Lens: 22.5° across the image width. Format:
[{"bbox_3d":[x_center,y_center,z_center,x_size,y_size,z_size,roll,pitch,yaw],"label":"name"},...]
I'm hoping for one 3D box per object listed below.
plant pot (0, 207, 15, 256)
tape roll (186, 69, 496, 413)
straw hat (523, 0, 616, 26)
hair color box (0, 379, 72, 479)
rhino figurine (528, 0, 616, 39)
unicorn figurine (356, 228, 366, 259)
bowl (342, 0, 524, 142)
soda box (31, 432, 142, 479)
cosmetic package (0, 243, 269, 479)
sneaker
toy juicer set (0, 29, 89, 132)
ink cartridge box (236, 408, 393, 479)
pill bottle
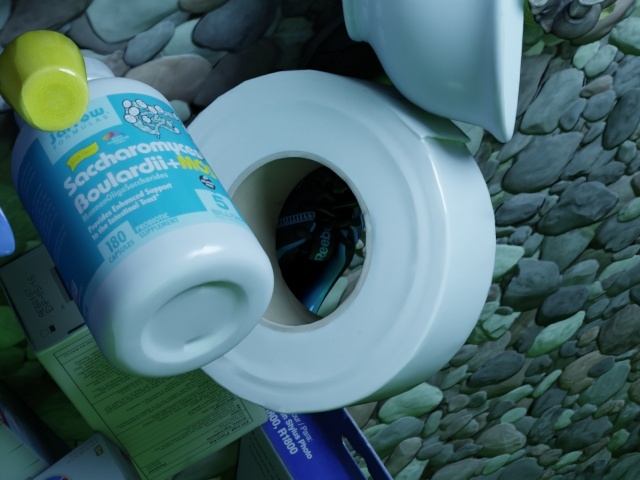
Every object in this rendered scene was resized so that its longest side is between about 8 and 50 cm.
[{"bbox_3d":[-0.374,0.005,1.178,0.236,0.236,0.212,0,127,-41],"label":"plant pot"},{"bbox_3d":[0.000,0.000,1.345,0.286,0.286,0.100,-48,158,20],"label":"tape roll"},{"bbox_3d":[0.251,-0.241,1.528,0.144,0.061,0.144,-22,144,-17],"label":"straw hat"},{"bbox_3d":[-0.361,0.230,1.565,0.185,0.113,0.374,-32,147,-3],"label":"hair color box"},{"bbox_3d":[0.271,-0.279,1.441,0.243,0.073,0.106,-50,170,-7],"label":"rhino figurine"},{"bbox_3d":[0.023,-0.030,1.600,0.162,0.060,0.111,-15,132,-16],"label":"unicorn figurine"},{"bbox_3d":[0.092,-0.227,1.277,0.134,0.298,0.298,2,145,10],"label":"bowl"},{"bbox_3d":[-0.269,0.283,1.539,0.216,0.074,0.069,-37,146,1],"label":"soda box"},{"bbox_3d":[-0.175,0.107,1.566,0.160,0.113,0.309,-29,147,-6],"label":"cosmetic package"},{"bbox_3d":[0.018,-0.055,1.466,0.125,0.140,0.341,13,122,-17],"label":"sneaker"},{"bbox_3d":[-0.201,-0.253,1.141,0.209,0.089,0.329,22,106,-28],"label":"toy juicer set"},{"bbox_3d":[0.007,0.329,1.801,0.071,0.324,0.330,-20,144,-22],"label":"ink cartridge box"},{"bbox_3d":[-0.155,-0.029,1.276,0.146,0.264,0.146,-23,145,-17],"label":"pill bottle"}]
